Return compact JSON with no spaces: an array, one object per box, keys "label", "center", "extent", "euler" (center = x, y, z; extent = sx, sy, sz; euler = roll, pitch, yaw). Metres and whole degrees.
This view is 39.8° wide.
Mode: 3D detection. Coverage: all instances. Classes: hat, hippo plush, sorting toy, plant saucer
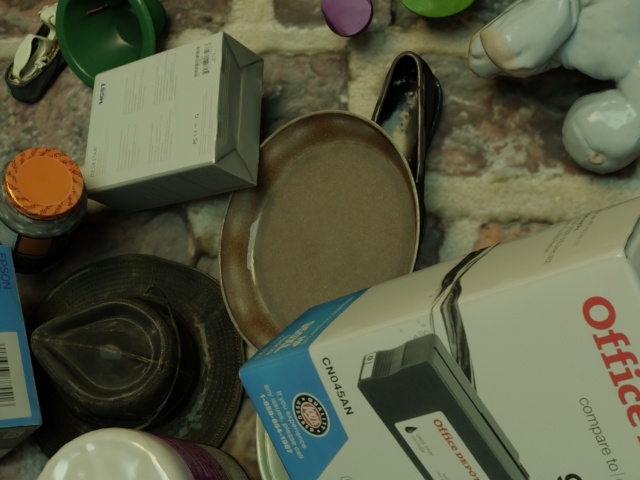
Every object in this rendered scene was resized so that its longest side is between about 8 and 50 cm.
[{"label":"hat","center":[-0.264,0.147,1.094],"extent":[0.331,0.134,0.331],"euler":[-5,73,15]},{"label":"hat","center":[-0.255,-0.328,1.300],"extent":[0.208,0.183,0.173],"euler":[-23,100,36]},{"label":"hippo plush","center":[0.345,-0.216,1.024],"extent":[0.294,0.234,0.236],"euler":[-35,97,21]},{"label":"sorting toy","center":[0.176,-0.360,1.145],"extent":[0.366,0.126,0.127],"euler":[-24,95,12]},{"label":"plant saucer","center":[0.000,0.000,1.058],"extent":[0.311,0.050,0.310],"euler":[-9,75,38]}]

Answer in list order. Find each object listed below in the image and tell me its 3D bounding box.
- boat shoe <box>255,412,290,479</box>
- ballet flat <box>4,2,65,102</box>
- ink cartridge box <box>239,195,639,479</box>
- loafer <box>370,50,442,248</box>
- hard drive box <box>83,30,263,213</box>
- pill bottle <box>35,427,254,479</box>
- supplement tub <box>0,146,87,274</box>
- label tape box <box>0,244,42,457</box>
[{"label":"boat shoe","center":[-0.011,0.300,0.990],"extent":[0.114,0.091,0.302],"euler":[-6,64,-18]},{"label":"ballet flat","center":[-0.400,-0.298,1.309],"extent":[0.074,0.074,0.203],"euler":[30,83,22]},{"label":"ink cartridge box","center":[0.164,0.164,0.816],"extent":[0.395,0.166,0.285],"euler":[-22,97,33]},{"label":"loafer","center":[0.082,-0.089,1.087],"extent":[0.109,0.095,0.302],"euler":[8,75,16]},{"label":"hard drive box","center":[-0.194,-0.148,1.155],"extent":[0.232,0.089,0.181],"euler":[-8,70,32]},{"label":"pill bottle","center":[-0.159,0.292,0.923],"extent":[0.169,0.301,0.169],"euler":[-5,71,14]},{"label":"supplement tub","center":[-0.367,-0.038,1.139],"extent":[0.117,0.190,0.117],"euler":[10,64,-22]},{"label":"label tape box","center":[-0.492,0.182,1.141],"extent":[0.334,0.106,0.240],"euler":[-37,62,40]}]
